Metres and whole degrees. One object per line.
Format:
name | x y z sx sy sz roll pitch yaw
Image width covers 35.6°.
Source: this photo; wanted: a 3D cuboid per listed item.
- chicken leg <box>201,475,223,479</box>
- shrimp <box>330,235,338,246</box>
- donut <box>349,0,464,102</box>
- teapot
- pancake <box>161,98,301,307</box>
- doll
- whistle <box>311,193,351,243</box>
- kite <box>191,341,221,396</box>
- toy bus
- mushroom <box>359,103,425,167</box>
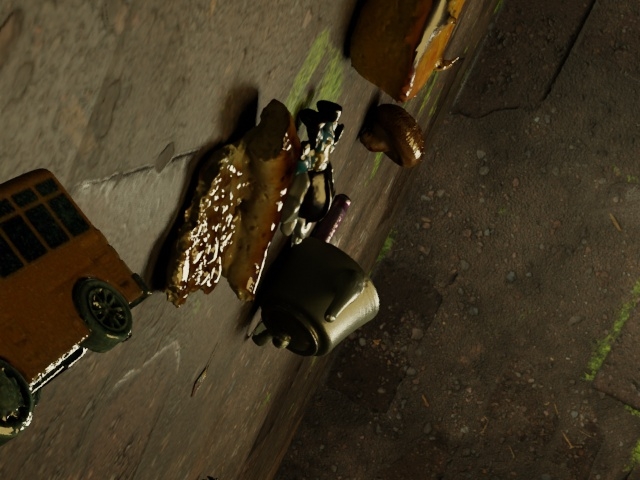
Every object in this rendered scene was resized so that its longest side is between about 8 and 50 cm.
chicken leg | -0.213 0.484 1.739 0.105 0.063 0.234 -50 167 -42
shrimp | -0.013 0.062 1.679 0.065 0.056 0.165 142 -32 -71
donut | 0.128 -0.291 1.216 0.254 0.118 0.253 -59 172 -13
teapot | -0.025 0.106 1.460 0.149 0.162 0.239 -49 -165 -31
pancake | -0.072 -0.030 0.969 0.212 0.056 0.257 -64 172 3
doll | -0.013 -0.072 1.190 0.096 0.070 0.195 -33 146 -44
whistle | 0.000 0.000 1.633 0.177 0.033 0.033 -60 172 -17
kite | -0.152 0.172 1.308 0.078 0.002 0.044 -65 172 23
toy bus | -0.162 0.041 0.421 0.091 0.103 0.182 -34 -175 25
mushroom | 0.122 -0.172 1.626 0.126 0.109 0.085 175 -62 -80
